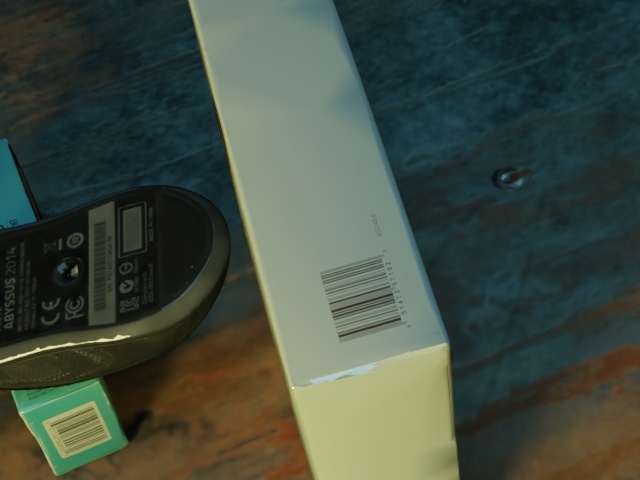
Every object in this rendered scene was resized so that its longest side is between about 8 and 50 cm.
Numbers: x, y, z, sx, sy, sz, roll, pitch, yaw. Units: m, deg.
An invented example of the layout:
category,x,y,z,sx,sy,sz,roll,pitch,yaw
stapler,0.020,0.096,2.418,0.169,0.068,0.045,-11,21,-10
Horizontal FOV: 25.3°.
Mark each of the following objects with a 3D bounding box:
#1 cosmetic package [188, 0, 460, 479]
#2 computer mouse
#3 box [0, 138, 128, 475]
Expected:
category,x,y,z,sx,sy,sz,roll,pitch,yaw
cosmetic package,0.000,0.000,0.958,0.097,0.284,0.377,-16,54,-1
computer mouse,-0.180,0.037,0.975,0.272,0.072,0.188,-10,55,14
box,-0.218,0.046,1.072,0.060,0.100,0.244,-22,55,-8
